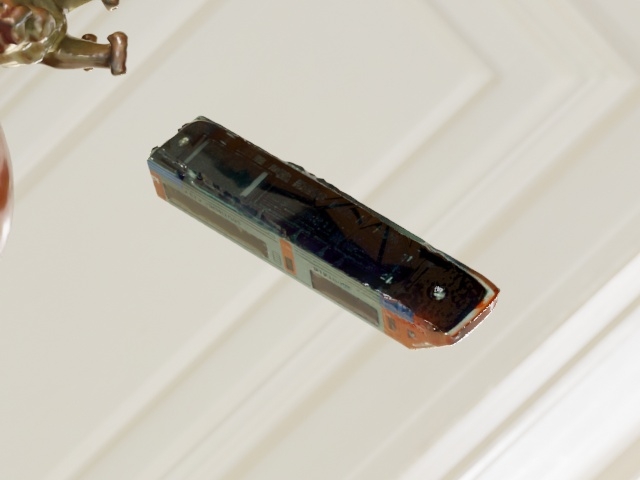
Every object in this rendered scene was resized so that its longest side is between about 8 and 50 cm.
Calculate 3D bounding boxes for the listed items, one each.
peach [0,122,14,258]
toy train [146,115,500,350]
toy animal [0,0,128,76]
[{"bbox_3d":[-0.442,-0.054,1.468,0.370,0.370,0.370,46,-177,-4],"label":"peach"},{"bbox_3d":[0.000,0.000,1.744,0.409,0.086,0.089,31,148,29],"label":"toy train"},{"bbox_3d":[-0.256,-0.196,1.500,0.157,0.097,0.312,3,-171,-19],"label":"toy animal"}]
